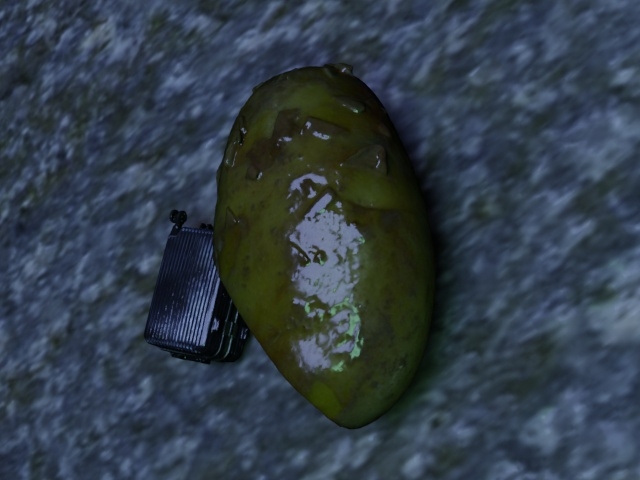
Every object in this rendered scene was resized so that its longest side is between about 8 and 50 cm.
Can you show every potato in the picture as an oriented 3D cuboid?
[{"bbox_3d":[0.000,0.000,0.926,0.176,0.141,0.298,-28,60,35],"label":"potato"}]

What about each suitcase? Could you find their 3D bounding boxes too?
[{"bbox_3d":[-0.101,0.043,1.032,0.086,0.059,0.126,5,78,37],"label":"suitcase"}]
